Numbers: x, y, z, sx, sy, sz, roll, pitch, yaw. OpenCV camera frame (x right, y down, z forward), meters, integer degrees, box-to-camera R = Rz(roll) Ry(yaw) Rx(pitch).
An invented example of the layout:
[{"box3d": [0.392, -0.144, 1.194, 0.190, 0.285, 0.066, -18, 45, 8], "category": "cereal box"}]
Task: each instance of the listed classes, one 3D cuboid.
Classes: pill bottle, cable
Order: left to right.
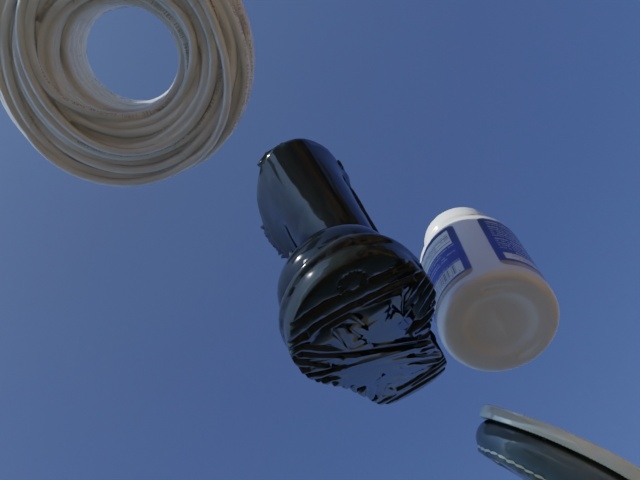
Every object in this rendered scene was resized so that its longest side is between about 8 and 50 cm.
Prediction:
[{"box3d": [-0.195, -0.187, 0.625, 0.257, 0.089, 0.257, -36, -71, 9], "category": "cable"}, {"box3d": [0.163, 0.038, 0.648, 0.112, 0.187, 0.112, 0, -65, 1], "category": "pill bottle"}]

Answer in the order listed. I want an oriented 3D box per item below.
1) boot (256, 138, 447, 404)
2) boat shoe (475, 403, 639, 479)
[{"box3d": [0.000, 0.000, 0.460, 0.094, 0.207, 0.246, -32, -30, 3], "category": "boot"}, {"box3d": [0.236, 0.231, 0.428, 0.319, 0.116, 0.099, 33, -100, 9], "category": "boat shoe"}]
